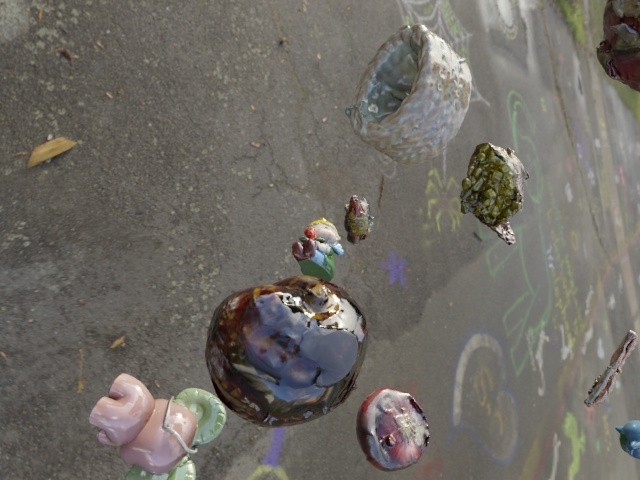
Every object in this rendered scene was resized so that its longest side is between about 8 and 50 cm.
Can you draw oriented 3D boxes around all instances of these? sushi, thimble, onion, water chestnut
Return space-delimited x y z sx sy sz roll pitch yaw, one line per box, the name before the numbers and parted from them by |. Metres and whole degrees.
sushi | 0.139 -0.076 1.538 0.226 0.097 0.103 81 32 -50
thimble | 0.168 -0.270 0.812 0.148 0.196 0.229 19 106 -38
sushi | 0.514 -0.143 1.271 0.179 0.166 0.297 -49 142 -45
onion | 0.226 0.649 1.475 0.271 0.195 0.272 11 64 -23
water chestnut | -0.075 0.242 0.907 0.334 0.347 0.336 10 46 -10

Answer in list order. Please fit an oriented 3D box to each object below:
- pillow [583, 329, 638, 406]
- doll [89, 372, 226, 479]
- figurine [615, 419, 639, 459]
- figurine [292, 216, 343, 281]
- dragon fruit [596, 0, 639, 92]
pillow | 0.767 0.341 1.131 0.233 0.043 0.126 -59 146 -1
doll | -0.391 0.467 1.041 0.284 0.268 0.217 -65 170 -45
figurine | 0.894 0.538 1.133 0.114 0.178 0.145 -76 143 -71
figurine | -0.014 0.001 1.326 0.185 0.127 0.235 44 42 -40
dragon fruit | 0.678 -0.398 0.753 0.329 0.329 0.330 9 77 -45
